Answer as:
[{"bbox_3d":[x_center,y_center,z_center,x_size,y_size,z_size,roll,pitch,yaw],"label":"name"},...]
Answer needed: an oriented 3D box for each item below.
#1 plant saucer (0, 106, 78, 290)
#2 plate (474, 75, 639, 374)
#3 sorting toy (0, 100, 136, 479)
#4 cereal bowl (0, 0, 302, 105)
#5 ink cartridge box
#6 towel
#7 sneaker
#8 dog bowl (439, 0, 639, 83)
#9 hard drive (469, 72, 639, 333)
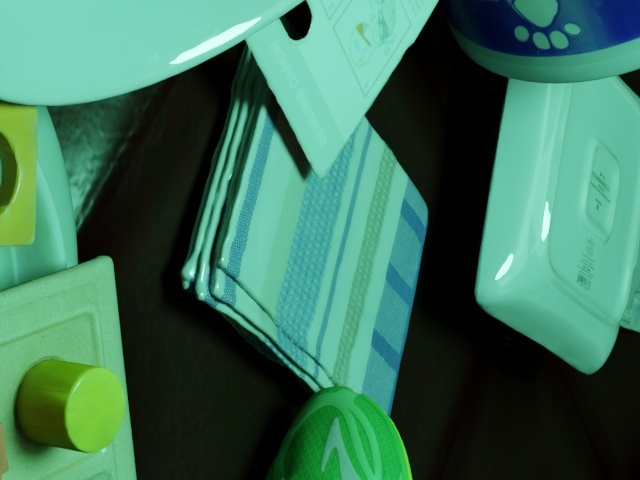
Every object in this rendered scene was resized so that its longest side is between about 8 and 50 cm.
[{"bbox_3d":[-0.209,0.028,0.613,0.400,0.100,0.400,-7,99,-59],"label":"plant saucer"},{"bbox_3d":[0.225,-0.043,1.283,0.277,0.045,0.278,31,66,-56],"label":"plate"},{"bbox_3d":[-0.127,0.112,0.614,0.196,0.047,0.348,-24,113,-57],"label":"sorting toy"},{"bbox_3d":[-0.047,-0.216,0.586,0.141,0.339,0.339,51,29,13],"label":"cereal bowl"},{"bbox_3d":[0.002,-0.283,0.984,0.385,0.091,0.308,-60,141,-28],"label":"ink cartridge box"},{"bbox_3d":[0.000,0.000,1.036,0.285,0.034,0.209,47,51,-53],"label":"towel"},{"bbox_3d":[-0.029,0.208,0.918,0.295,0.109,0.123,-62,143,-32],"label":"sneaker"},{"bbox_3d":[0.209,-0.248,1.144,0.104,0.265,0.265,59,44,-41],"label":"dog bowl"},{"bbox_3d":[0.248,-0.043,1.429,0.339,0.064,0.237,20,75,-59],"label":"hard drive"}]
